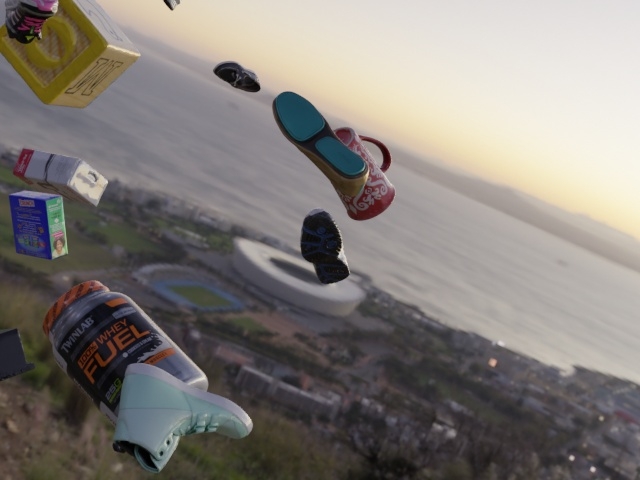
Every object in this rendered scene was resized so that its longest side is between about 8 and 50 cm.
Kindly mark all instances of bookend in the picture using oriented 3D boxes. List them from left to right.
[{"bbox_3d":[-0.579,0.165,1.456,0.072,0.157,0.156,-9,7,39],"label":"bookend"}]

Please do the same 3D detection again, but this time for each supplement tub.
[{"bbox_3d":[-0.388,0.236,1.712,0.316,0.194,0.193,41,14,19],"label":"supplement tub"}]

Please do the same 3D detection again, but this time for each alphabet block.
[{"bbox_3d":[-0.540,-0.413,1.870,0.192,0.193,0.197,48,10,0],"label":"alphabet block"}]

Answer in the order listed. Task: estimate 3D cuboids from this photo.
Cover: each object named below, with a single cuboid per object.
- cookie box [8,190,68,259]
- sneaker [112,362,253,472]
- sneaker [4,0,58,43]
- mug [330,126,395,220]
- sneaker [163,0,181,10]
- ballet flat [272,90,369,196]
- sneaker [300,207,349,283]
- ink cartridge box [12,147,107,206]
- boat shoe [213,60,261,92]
[{"bbox_3d":[-0.487,-0.028,1.509,0.091,0.107,0.040,9,20,29],"label":"cookie box"},{"bbox_3d":[-0.228,0.316,1.423,0.256,0.151,0.094,32,-34,-33],"label":"sneaker"},{"bbox_3d":[-0.479,-0.363,1.444,0.063,0.075,0.170,-2,9,-38],"label":"sneaker"},{"bbox_3d":[0.068,-0.150,1.779,0.169,0.113,0.150,54,33,-35],"label":"mug"},{"bbox_3d":[-0.270,-0.494,1.625,0.081,0.094,0.208,46,6,-36],"label":"sneaker"},{"bbox_3d":[-0.007,-0.157,1.470,0.232,0.080,0.073,50,-21,27],"label":"ballet flat"},{"bbox_3d":[0.000,0.000,1.603,0.211,0.080,0.081,77,-2,-57],"label":"sneaker"},{"bbox_3d":[-0.530,-0.129,1.783,0.150,0.063,0.109,12,-17,25],"label":"ink cartridge box"},{"bbox_3d":[-0.166,-0.326,1.755,0.125,0.046,0.038,12,46,-59],"label":"boat shoe"}]
